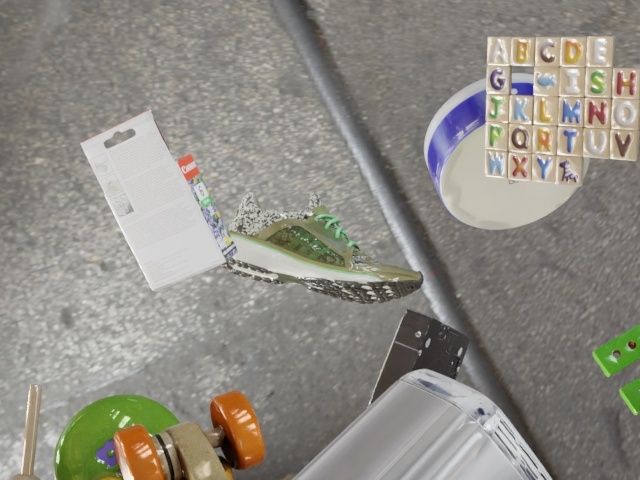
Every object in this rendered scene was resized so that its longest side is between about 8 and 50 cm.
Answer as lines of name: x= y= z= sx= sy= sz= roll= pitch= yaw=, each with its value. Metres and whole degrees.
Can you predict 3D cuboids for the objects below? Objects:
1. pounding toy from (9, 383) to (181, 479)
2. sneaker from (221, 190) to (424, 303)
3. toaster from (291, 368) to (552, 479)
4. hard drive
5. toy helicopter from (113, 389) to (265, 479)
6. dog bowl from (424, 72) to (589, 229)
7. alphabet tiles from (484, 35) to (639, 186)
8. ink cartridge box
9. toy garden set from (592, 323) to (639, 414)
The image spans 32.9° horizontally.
pounding toy: x=-0.278 y=0.296 z=1.410 sx=0.237 sy=0.110 sz=0.182 roll=13 pitch=91 yaw=-18
sneaker: x=0.000 y=0.000 z=2.036 sx=0.410 sy=0.158 sz=0.182 roll=13 pitch=77 yaw=10
toaster: x=0.077 y=0.194 z=0.759 sx=0.227 sy=0.146 sz=0.129 roll=53 pitch=161 yaw=-25
hard drive: x=0.161 y=0.309 z=2.012 sx=0.064 sy=0.237 sz=0.338 roll=18 pitch=85 yaw=29
toy helicopter: x=-0.086 y=0.343 z=1.097 sx=0.355 sy=0.140 sz=0.235 roll=54 pitch=152 yaw=41
dog bowl: x=0.314 y=-0.146 z=1.834 sx=0.265 sy=0.265 sz=0.104 roll=-40 pitch=39 yaw=24
alphabet tiles: x=0.320 y=-0.173 z=1.453 sx=0.237 sy=0.009 sz=0.198 roll=10 pitch=105 yaw=44
ink cartridge box: x=-0.110 y=-0.029 z=0.746 sx=0.063 sy=0.029 sz=0.115 roll=-22 pitch=100 yaw=21
toy garden set: x=0.552 y=0.218 z=1.582 sx=0.204 sy=0.049 sz=0.244 roll=-29 pitch=65 yaw=-5
